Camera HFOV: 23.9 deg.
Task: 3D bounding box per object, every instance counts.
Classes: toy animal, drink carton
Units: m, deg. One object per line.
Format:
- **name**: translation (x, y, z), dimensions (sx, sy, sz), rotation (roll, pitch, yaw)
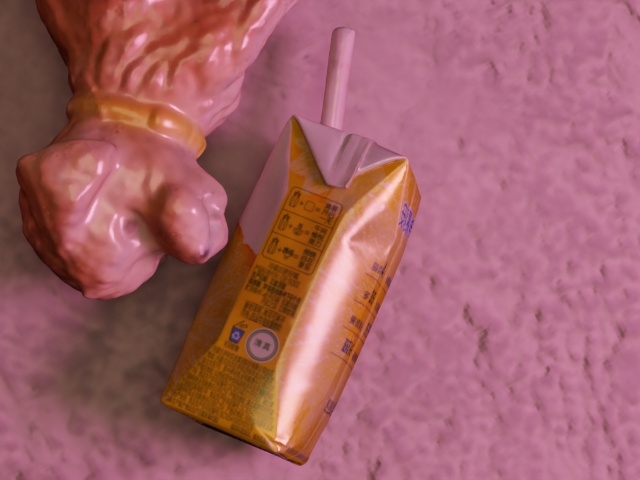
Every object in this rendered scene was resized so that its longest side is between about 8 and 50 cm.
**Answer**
- **toy animal**: translation (-0.111, -0.076, 0.683), dimensions (0.184, 0.104, 0.185), rotation (23, 86, -8)
- **drink carton**: translation (0.000, 0.000, 0.702), dimensions (0.075, 0.084, 0.200), rotation (22, 81, 16)
